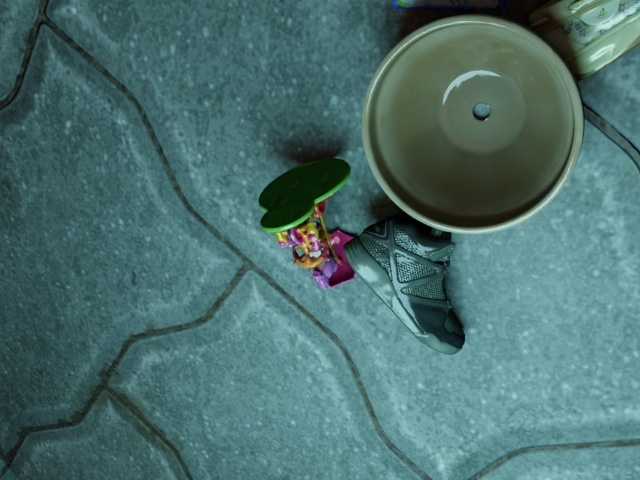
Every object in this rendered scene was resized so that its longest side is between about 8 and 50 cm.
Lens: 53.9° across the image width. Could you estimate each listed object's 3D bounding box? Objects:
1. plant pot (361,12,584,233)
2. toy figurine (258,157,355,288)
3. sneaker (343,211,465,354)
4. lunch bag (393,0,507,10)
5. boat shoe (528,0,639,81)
[{"bbox_3d":[0.175,-0.136,0.713,0.237,0.110,0.237,11,118,22],"label":"plant pot"},{"bbox_3d":[0.000,0.000,0.844,0.130,0.173,0.159,-11,120,23],"label":"toy figurine"},{"bbox_3d":[0.146,0.052,0.825,0.130,0.087,0.227,-38,109,13],"label":"sneaker"},{"bbox_3d":[0.135,-0.320,0.661,0.129,0.096,0.151,9,128,22],"label":"lunch bag"},{"bbox_3d":[0.330,-0.267,0.580,0.089,0.104,0.285,48,125,-5],"label":"boat shoe"}]
